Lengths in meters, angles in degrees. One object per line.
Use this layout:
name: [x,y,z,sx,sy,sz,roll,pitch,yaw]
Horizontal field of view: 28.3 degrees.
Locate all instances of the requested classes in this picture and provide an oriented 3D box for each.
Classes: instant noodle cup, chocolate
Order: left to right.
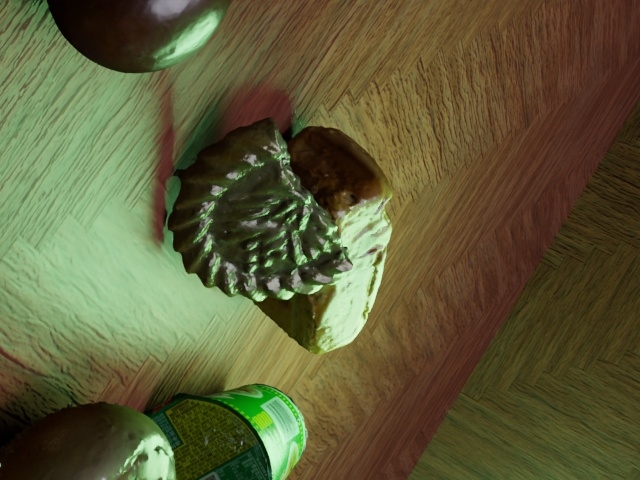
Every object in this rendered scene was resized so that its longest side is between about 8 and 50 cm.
chocolate: [-0.147,-0.211,1.070,0.177,0.176,0.177,-48,156,-31]
instant noodle cup: [-0.122,0.284,1.728,0.207,0.207,0.232,-67,166,13]

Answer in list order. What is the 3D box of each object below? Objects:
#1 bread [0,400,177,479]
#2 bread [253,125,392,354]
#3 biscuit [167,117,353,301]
bread: [-0.259,0.265,1.388,0.192,0.171,0.314,-62,160,-5]
bread: [0.000,0.000,1.669,0.132,0.167,0.294,-17,138,-28]
biscuit: [-0.080,-0.010,1.480,0.187,0.036,0.273,-27,134,8]
